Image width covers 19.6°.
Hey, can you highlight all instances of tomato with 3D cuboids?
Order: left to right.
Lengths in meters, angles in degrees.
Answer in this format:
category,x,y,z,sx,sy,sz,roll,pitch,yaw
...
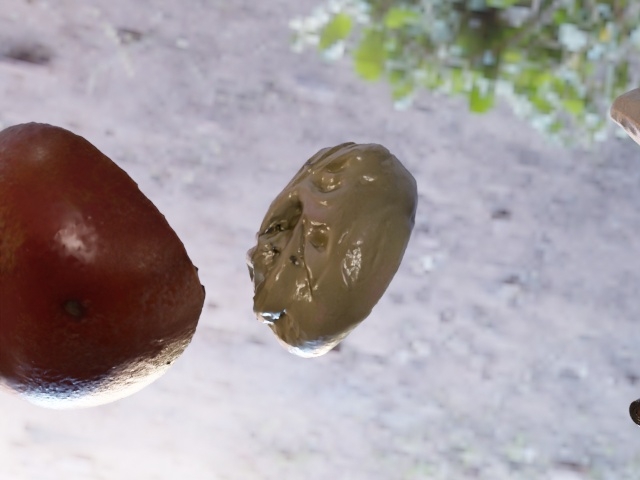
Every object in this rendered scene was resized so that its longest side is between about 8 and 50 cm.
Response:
category,x,y,z,sx,sy,sz,roll,pitch,yaw
tomato,-0.298,0.050,1.940,0.338,0.143,0.338,19,125,29

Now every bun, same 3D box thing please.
category,x,y,z,sx,sy,sz,roll,pitch,yaw
bun,0.000,0.000,1.738,0.116,0.210,0.237,32,176,-18

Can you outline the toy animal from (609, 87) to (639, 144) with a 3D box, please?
category,x,y,z,sx,sy,sz,roll,pitch,yaw
toy animal,0.406,-0.077,1.488,0.266,0.308,0.188,1,130,-34

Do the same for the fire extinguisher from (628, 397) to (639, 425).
category,x,y,z,sx,sy,sz,roll,pitch,yaw
fire extinguisher,0.281,0.126,1.494,0.083,0.022,0.028,-19,-163,-39
